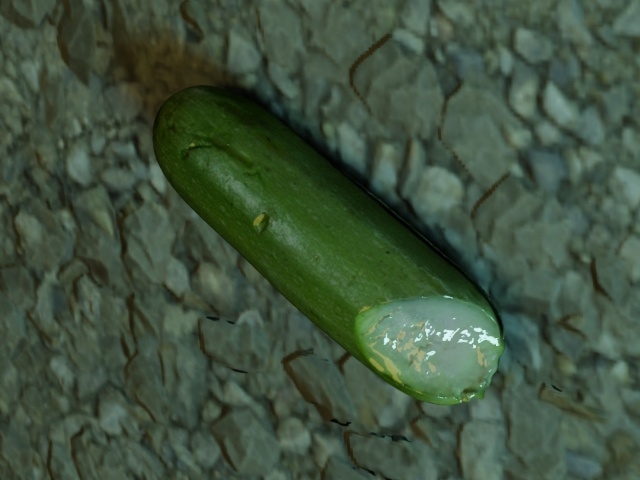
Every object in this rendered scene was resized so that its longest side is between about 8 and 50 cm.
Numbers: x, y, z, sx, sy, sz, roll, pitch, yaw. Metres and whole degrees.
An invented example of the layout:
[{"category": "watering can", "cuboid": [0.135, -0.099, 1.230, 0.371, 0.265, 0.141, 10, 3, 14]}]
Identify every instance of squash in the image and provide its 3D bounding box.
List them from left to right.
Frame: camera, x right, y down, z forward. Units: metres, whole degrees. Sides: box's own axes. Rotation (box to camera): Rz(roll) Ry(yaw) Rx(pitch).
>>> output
[{"category": "squash", "cuboid": [0.000, 0.000, 0.977, 0.239, 0.069, 0.069, 40, 129, 25]}]
